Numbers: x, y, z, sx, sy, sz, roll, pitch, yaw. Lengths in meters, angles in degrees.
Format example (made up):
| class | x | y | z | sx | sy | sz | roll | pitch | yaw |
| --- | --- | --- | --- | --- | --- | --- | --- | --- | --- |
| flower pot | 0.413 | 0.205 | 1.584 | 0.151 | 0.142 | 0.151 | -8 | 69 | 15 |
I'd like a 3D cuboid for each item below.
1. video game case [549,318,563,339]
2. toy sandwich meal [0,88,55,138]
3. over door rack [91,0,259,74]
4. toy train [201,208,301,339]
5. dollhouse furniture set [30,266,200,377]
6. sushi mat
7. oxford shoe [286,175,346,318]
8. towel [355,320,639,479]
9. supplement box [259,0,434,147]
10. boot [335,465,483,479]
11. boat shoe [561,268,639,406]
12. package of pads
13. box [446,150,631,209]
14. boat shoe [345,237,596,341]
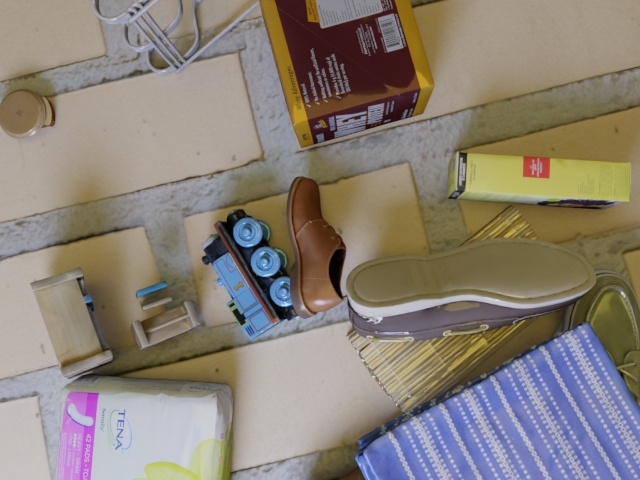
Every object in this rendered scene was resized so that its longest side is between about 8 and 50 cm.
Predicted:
| class | x | y | z | sx | sy | sz | roll | pitch | yaw |
| --- | --- | --- | --- | --- | --- | --- | --- | --- | --- |
| video game case | 0.381 | 0.232 | 0.853 | 0.190 | 0.022 | 0.173 | 33 | 88 | 6 |
| toy sandwich meal | -0.450 | -0.193 | 0.929 | 0.086 | 0.029 | 0.085 | 0 | 87 | 7 |
| over door rack | -0.132 | -0.363 | 0.823 | 0.324 | 0.239 | 0.108 | -28 | 90 | 1 |
| toy train | -0.098 | 0.047 | 0.866 | 0.105 | 0.080 | 0.184 | -33 | 84 | 6 |
| dollhouse furniture set | -0.290 | 0.101 | 0.863 | 0.184 | 0.129 | 0.129 | -20 | 83 | -23 |
| sushi mat | 0.201 | 0.103 | 0.874 | 0.316 | 0.019 | 0.151 | -39 | 85 | -1 |
| oxford shoe | 0.000 | 0.000 | 0.843 | 0.076 | 0.076 | 0.212 | -19 | 63 | 24 |
| towel | 0.239 | 0.276 | 0.726 | 0.336 | 0.040 | 0.243 | -28 | 80 | -1 |
| supplement box | 0.035 | -0.259 | 0.858 | 0.194 | 0.129 | 0.191 | -15 | 85 | 2 |
| boot | 0.094 | 0.322 | 0.831 | 0.305 | 0.112 | 0.115 | -20 | 42 | 5 |
| boat shoe | 0.383 | 0.188 | 0.797 | 0.109 | 0.094 | 0.302 | 2 | 85 | 4 |
| package of pads | -0.240 | 0.341 | 0.835 | 0.229 | 0.101 | 0.296 | 2 | 86 | 4 |
| box | 0.300 | -0.083 | 0.852 | 0.232 | 0.087 | 0.058 | 5 | 85 | 4 |
| boat shoe | 0.198 | 0.075 | 0.819 | 0.324 | 0.096 | 0.116 | -7 | 45 | 0 |
